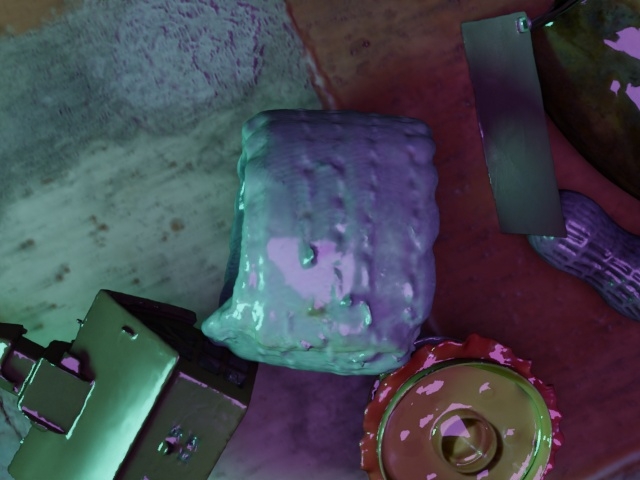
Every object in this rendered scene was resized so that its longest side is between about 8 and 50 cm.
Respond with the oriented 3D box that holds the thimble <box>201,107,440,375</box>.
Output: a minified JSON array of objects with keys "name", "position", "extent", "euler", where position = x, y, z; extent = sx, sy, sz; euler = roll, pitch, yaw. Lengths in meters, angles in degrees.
[{"name":"thimble","position":[0.000,0.000,1.289],"extent":[0.171,0.250,0.205],"euler":[7,129,-3]}]

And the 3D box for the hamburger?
[{"name":"hamburger","position":[0.109,0.158,1.362],"extent":[0.175,0.137,0.175],"euler":[-1,96,-7]}]

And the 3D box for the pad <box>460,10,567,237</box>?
[{"name":"pad","position":[0.163,-0.095,1.352],"extent":[0.006,0.113,0.188],"euler":[-15,98,-23]}]

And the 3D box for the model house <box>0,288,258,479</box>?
[{"name":"model house","position":[-0.197,0.116,1.322],"extent":[0.248,0.176,0.181],"euler":[29,103,-6]}]

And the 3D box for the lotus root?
[{"name":"lotus root","position":[0.331,-0.129,1.340],"extent":[0.267,0.149,0.260],"euler":[-32,96,4]}]

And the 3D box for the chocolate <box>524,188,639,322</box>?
[{"name":"chocolate","position":[0.250,0.016,1.387],"extent":[0.167,0.072,0.072],"euler":[34,94,-3]}]
